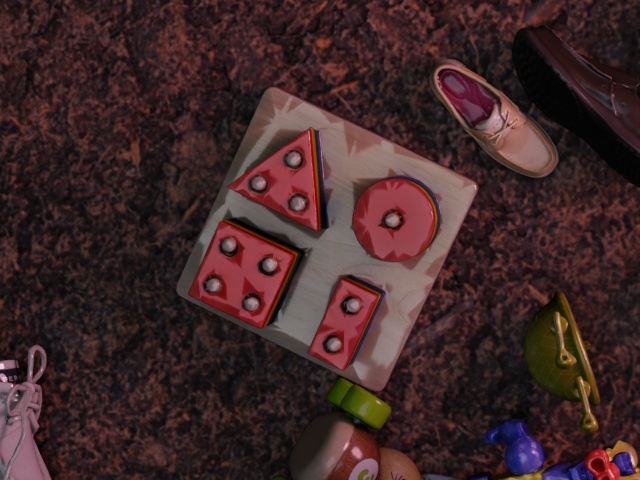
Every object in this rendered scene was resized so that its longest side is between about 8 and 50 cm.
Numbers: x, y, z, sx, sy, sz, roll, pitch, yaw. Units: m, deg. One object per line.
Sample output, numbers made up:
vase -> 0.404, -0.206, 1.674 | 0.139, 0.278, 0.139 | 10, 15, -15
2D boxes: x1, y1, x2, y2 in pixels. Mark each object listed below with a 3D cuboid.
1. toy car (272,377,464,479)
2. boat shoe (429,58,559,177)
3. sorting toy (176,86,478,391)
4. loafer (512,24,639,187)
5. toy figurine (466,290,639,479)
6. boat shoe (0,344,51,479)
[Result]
toy car -> 0.063, 0.264, 1.947 | 0.188, 0.149, 0.155 | 34, 85, -10
boat shoe -> 0.181, -0.128, 1.932 | 0.170, 0.059, 0.063 | 40, 99, 6
sorting toy -> 0.000, 0.000, 1.958 | 0.257, 0.089, 0.255 | 26, 98, 8
loafer -> 0.293, -0.150, 1.912 | 0.220, 0.080, 0.078 | 46, 67, 6
toy figurine -> 0.215, 0.259, 1.895 | 0.217, 0.191, 0.362 | -20, 89, 16
boat shoe -> -0.368, 0.179, 2.026 | 0.156, 0.136, 0.367 | -42, 76, 7
